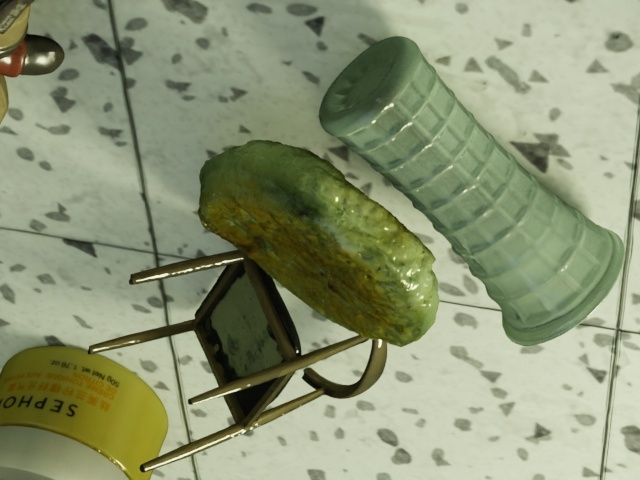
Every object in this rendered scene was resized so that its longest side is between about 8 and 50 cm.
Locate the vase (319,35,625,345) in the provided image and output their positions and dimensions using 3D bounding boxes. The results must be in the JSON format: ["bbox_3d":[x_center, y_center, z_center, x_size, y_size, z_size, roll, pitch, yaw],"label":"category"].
[{"bbox_3d":[0.133,-0.049,1.689,0.143,0.143,0.299,-25,121,41],"label":"vase"}]

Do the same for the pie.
[{"bbox_3d":[0.000,0.000,1.785,0.277,0.078,0.277,29,162,10],"label":"pie"}]

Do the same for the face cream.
[{"bbox_3d":[-0.308,0.258,2.186,0.218,0.179,0.218,11,141,9],"label":"face cream"}]

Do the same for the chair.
[{"bbox_3d":[-0.081,0.110,1.952,0.272,0.166,0.188,-12,154,-33],"label":"chair"}]

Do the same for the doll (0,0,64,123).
[{"bbox_3d":[-0.358,-0.183,1.692,0.235,0.174,0.330,25,140,-17],"label":"doll"}]
